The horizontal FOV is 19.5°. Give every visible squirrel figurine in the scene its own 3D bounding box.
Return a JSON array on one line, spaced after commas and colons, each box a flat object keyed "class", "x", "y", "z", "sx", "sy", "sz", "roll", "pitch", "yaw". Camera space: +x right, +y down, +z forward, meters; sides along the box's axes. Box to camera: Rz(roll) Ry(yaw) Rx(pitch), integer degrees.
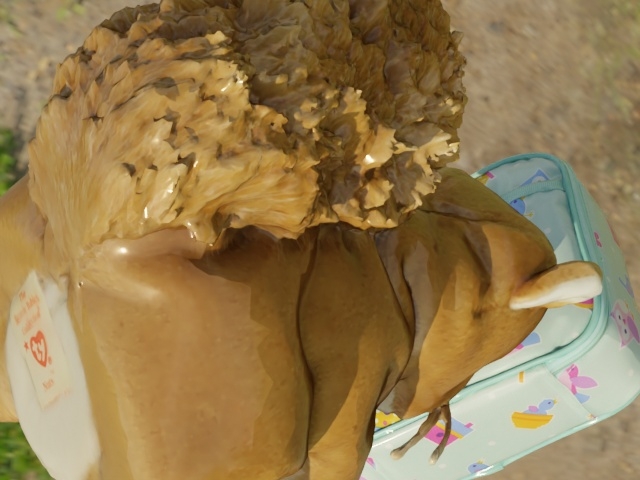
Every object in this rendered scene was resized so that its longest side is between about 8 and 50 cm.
[{"class": "squirrel figurine", "x": 0.000, "y": 0.000, "z": 1.124, "sx": 0.281, "sy": 0.370, "sz": 0.397, "roll": 40, "pitch": 132, "yaw": 44}]

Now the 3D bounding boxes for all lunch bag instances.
[{"class": "lunch bag", "x": 0.098, "y": 0.065, "z": 1.420, "sx": 0.279, "sy": 0.108, "sz": 0.224, "roll": -25, "pitch": 45, "yaw": 19}]
